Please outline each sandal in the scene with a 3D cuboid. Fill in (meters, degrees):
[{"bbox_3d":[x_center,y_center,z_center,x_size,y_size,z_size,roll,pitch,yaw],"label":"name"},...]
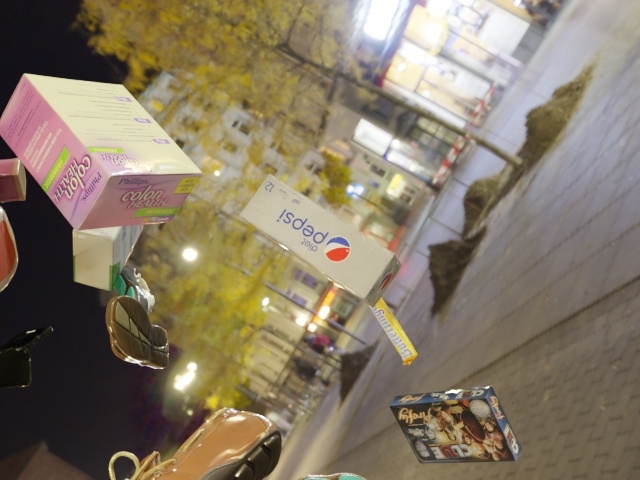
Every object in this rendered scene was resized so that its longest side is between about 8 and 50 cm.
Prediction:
[{"bbox_3d":[-0.299,0.154,1.220,0.219,0.060,0.090,67,-161,-69],"label":"sandal"}]

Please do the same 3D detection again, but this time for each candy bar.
[{"bbox_3d":[0.130,0.159,1.417,0.018,0.161,0.040,-8,-32,-42],"label":"candy bar"}]

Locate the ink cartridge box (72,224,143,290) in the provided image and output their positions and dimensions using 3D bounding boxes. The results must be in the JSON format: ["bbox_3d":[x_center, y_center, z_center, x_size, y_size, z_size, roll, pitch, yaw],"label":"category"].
[{"bbox_3d":[-0.446,-0.024,1.627,0.208,0.087,0.153,-77,1,-49],"label":"ink cartridge box"}]

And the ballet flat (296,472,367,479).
[{"bbox_3d":[0.026,0.575,1.780,0.067,0.206,0.073,-29,50,55],"label":"ballet flat"}]

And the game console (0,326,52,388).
[{"bbox_3d":[-0.592,0.234,1.540,0.122,0.071,0.107,-13,22,39],"label":"game console"}]

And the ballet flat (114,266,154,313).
[{"bbox_3d":[-0.395,0.117,1.644,0.074,0.074,0.203,-61,39,15],"label":"ballet flat"}]

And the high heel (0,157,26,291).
[{"bbox_3d":[-0.580,-0.020,1.217,0.377,0.181,0.127,-113,19,-58],"label":"high heel"}]

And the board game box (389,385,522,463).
[{"bbox_3d":[0.287,0.401,1.645,0.243,0.165,0.042,-16,18,40],"label":"board game box"}]

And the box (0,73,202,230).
[{"bbox_3d":[-0.360,-0.145,1.260,0.117,0.243,0.214,-52,-20,24],"label":"box"}]

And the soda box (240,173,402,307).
[{"bbox_3d":[0.000,0.000,1.373,0.098,0.286,0.091,-56,-21,-5],"label":"soda box"}]

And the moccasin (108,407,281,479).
[{"bbox_3d":[-0.215,0.358,1.076,0.380,0.147,0.139,-41,-40,-43],"label":"moccasin"}]
